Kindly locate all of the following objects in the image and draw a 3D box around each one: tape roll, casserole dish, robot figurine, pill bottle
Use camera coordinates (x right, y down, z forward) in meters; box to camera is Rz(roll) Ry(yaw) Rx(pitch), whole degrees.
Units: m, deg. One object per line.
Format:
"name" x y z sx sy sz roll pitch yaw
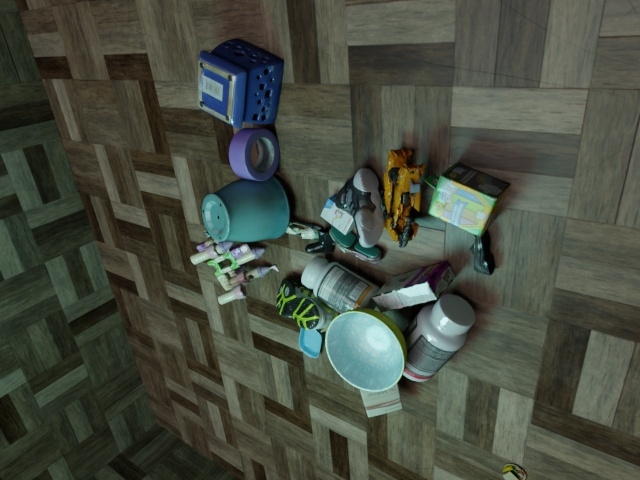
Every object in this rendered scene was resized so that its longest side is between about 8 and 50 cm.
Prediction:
"tape roll" -0.240 -0.316 1.679 0.080 0.189 0.189 13 122 34
"casserole dish" -0.038 0.446 2.059 0.114 0.037 0.188 28 128 24
"robot figurine" 0.254 -0.123 1.422 0.211 0.085 0.291 -112 16 -53
"pill bottle" 0.383 0.327 1.553 0.176 0.176 0.318 39 133 15
"pill bottle" 0.075 0.179 1.727 0.278 0.162 0.162 30 130 23

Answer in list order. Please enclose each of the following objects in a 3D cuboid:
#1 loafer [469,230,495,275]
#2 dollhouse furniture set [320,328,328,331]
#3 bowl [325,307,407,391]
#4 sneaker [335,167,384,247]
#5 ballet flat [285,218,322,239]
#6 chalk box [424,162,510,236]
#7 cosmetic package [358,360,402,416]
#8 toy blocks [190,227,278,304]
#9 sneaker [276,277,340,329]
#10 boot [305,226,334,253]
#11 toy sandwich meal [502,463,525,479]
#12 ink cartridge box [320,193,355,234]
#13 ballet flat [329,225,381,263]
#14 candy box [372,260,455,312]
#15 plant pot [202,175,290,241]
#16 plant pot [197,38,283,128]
"loafer" 0.479 0.028 1.388 0.061 0.062 0.170 2 114 43
"dollhouse furniture set" 0.087 0.382 1.866 0.151 0.144 0.123 41 140 -7
"bowl" 0.178 0.350 1.574 0.289 0.156 0.289 10 110 29
"sneaker" 0.127 -0.097 1.530 0.153 0.101 0.268 -23 64 55
"ballet flat" -0.071 -0.035 1.791 0.188 0.070 0.070 14 122 33
"chalk box" 0.400 -0.128 1.311 0.213 0.132 0.132 29 129 25
"cosmetic package" 0.213 0.524 1.764 0.153 0.129 0.296 -17 122 1
"toy blocks" -0.362 0.063 2.013 0.260 0.309 0.288 -24 113 11
"sneaker" -0.062 0.268 1.869 0.385 0.147 0.145 34 108 57
"boot" 0.000 0.000 1.741 0.121 0.045 0.099 1 128 4
"toy sandwich meal" 0.714 0.866 1.696 0.086 0.029 0.085 19 125 30
"ink cartridge box" 0.073 -0.093 1.650 0.122 0.052 0.088 37 132 15
"ballet flat" 0.124 0.025 1.671 0.221 0.077 0.079 30 149 22
"candy box" 0.309 0.156 1.527 0.233 0.159 0.071 -23 98 45
"plant pot" -0.302 -0.110 1.762 0.272 0.255 0.271 19 117 43
"plant pot" -0.291 -0.533 1.580 0.236 0.212 0.236 31 131 21
